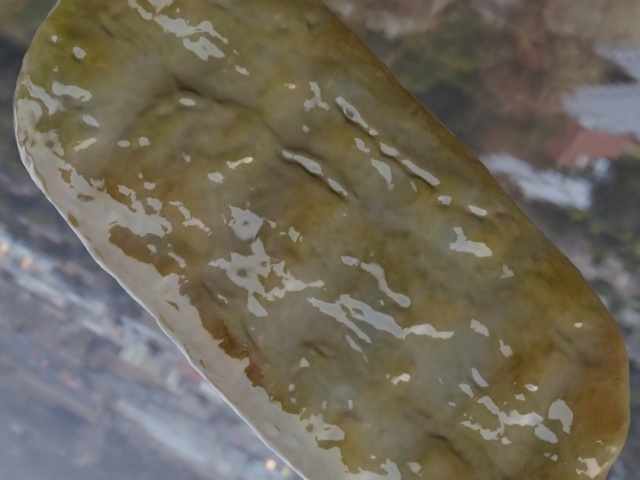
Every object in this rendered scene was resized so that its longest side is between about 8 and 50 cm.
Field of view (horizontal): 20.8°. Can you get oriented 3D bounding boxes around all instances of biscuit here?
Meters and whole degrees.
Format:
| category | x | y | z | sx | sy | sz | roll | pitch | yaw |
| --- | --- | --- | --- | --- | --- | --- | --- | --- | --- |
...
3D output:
| category | x | y | z | sx | sy | sz | roll | pitch | yaw |
| --- | --- | --- | --- | --- | --- | --- | --- | --- | --- |
| biscuit | 0.000 | 0.000 | 0.342 | 0.147 | 0.071 | 0.018 | 47 | 165 | 5 |
